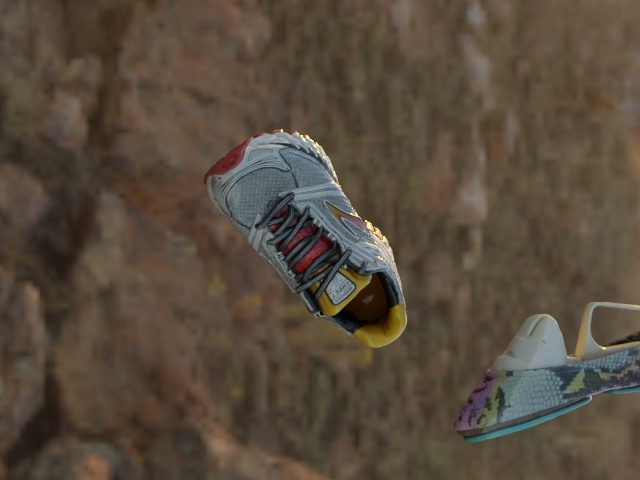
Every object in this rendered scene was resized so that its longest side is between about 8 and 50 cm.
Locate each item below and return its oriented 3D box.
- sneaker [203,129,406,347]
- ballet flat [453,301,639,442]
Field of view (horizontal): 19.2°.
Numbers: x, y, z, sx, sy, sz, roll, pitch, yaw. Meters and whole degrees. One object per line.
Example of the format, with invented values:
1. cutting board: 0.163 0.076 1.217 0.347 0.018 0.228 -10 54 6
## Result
1. sneaker: 0.000 0.000 1.408 0.225 0.088 0.093 41 16 -41
2. ballet flat: 0.193 0.086 1.388 0.077 0.221 0.079 -173 -108 -72
